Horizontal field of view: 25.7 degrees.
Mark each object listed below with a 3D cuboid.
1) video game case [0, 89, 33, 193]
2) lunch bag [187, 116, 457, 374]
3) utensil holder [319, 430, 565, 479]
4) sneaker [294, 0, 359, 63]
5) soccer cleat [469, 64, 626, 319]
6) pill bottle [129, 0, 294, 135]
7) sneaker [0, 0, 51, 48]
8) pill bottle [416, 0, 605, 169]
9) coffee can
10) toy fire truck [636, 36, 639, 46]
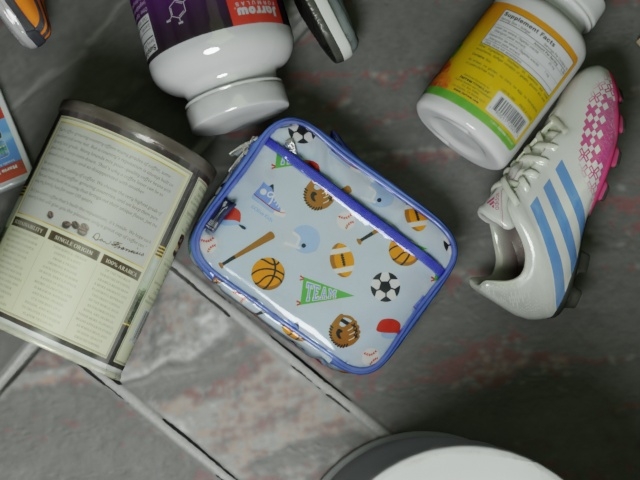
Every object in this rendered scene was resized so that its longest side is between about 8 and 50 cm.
[{"bbox_3d":[-0.502,-0.169,1.755,0.204,0.025,0.285,-23,84,-6],"label":"video game case"},{"bbox_3d":[0.000,0.000,1.704,0.303,0.115,0.243,38,83,-4],"label":"lunch bag"},{"bbox_3d":[0.134,0.374,1.532,0.328,0.385,0.327,0,83,-3],"label":"utensil holder"},{"bbox_3d":[0.030,-0.386,1.766,0.178,0.124,0.295,-23,91,-4],"label":"sneaker"},{"bbox_3d":[0.275,-0.069,1.725,0.143,0.116,0.331,16,83,-16],"label":"soccer cleat"},{"bbox_3d":[-0.141,-0.299,1.710,0.182,0.181,0.323,-16,84,-5],"label":"pill bottle"},{"bbox_3d":[-0.365,-0.407,1.743,0.180,0.124,0.321,-24,84,-5],"label":"sneaker"},{"bbox_3d":[0.242,-0.221,1.741,0.136,0.136,0.245,37,82,2],"label":"pill bottle"},{"bbox_3d":[-0.270,0.000,1.654,0.202,0.201,0.275,24,82,1],"label":"coffee can"},{"bbox_3d":[0.470,-0.373,1.777,0.217,0.158,0.246,40,82,18],"label":"toy fire truck"}]
